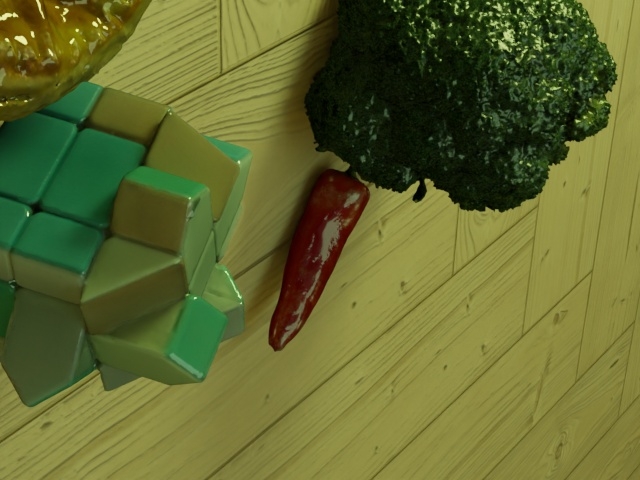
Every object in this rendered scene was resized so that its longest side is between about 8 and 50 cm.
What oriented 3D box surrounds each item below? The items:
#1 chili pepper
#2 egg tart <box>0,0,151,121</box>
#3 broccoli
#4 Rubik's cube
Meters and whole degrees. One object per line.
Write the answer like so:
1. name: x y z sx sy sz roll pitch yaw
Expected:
1. chili pepper: 0.000 0.000 1.597 0.272 0.063 0.071 -66 151 -9
2. egg tart: -0.230 -0.246 0.981 0.341 0.132 0.341 -36 138 -41
3. broccoli: 0.145 -0.169 1.541 0.304 0.321 0.283 -53 180 -5
4. Rubik's cube: -0.165 0.011 1.125 0.224 0.213 0.265 98 12 -56
